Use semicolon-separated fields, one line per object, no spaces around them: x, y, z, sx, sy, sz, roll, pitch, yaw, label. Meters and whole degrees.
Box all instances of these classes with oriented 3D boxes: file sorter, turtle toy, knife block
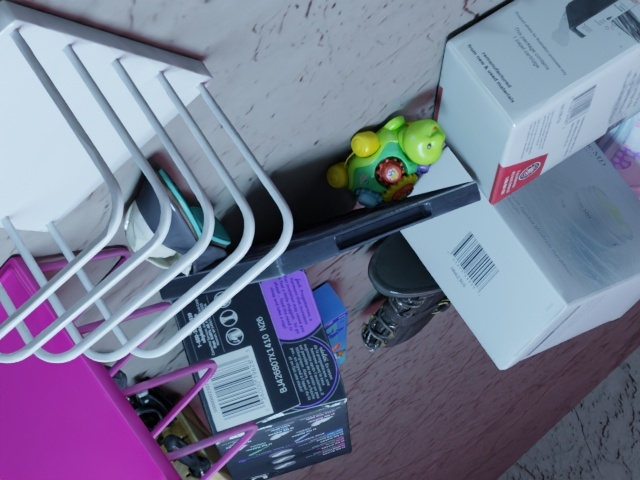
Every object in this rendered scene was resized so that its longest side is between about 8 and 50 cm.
-0.172;-0.022;1.263;0.193;0.173;0.277;-40;163;17;file sorter
-0.188;0.176;1.566;0.202;0.291;0.182;-45;163;30;file sorter
0.073;-0.079;1.750;0.095;0.066;0.130;-17;155;-45;turtle toy
-0.151;0.278;2.006;0.088;0.276;0.242;-35;-167;1;knife block

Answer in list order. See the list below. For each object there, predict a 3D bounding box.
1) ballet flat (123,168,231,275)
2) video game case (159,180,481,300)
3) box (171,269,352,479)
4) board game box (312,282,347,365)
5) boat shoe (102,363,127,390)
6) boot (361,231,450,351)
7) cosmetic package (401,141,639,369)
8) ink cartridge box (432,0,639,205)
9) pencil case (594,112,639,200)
-0.132;-0.007;1.556;0.074;0.074;0.203;-36;165;2;ballet flat
0.000;0.000;1.752;0.274;0.026;0.196;-22;-174;-40;video game case
-0.058;0.147;1.882;0.143;0.165;0.270;-17;162;-3;box
-0.045;0.142;2.147;0.160;0.047;0.210;-32;163;-10;board game box
-0.272;0.203;1.839;0.206;0.075;0.065;-49;156;24;boat shoe
0.114;0.068;2.177;0.263;0.091;0.229;-21;158;-44;boot
0.245;-0.006;1.997;0.224;0.224;0.138;-19;157;-44;cosmetic package
0.257;-0.180;1.747;0.273;0.114;0.197;-31;163;-12;ink cartridge box
0.388;-0.146;2.091;0.124;0.113;0.273;-9;156;-15;pencil case
